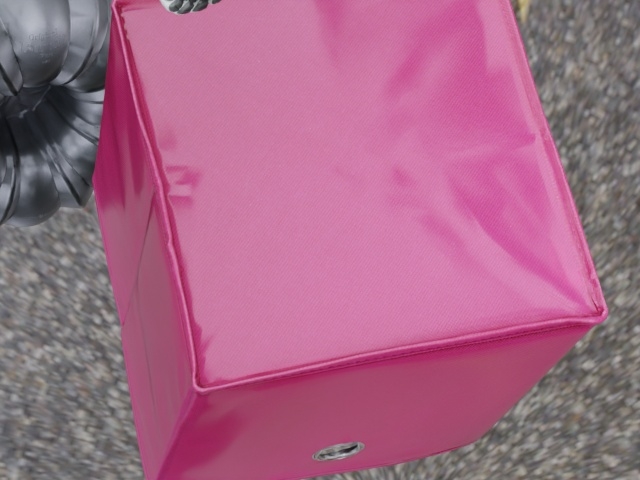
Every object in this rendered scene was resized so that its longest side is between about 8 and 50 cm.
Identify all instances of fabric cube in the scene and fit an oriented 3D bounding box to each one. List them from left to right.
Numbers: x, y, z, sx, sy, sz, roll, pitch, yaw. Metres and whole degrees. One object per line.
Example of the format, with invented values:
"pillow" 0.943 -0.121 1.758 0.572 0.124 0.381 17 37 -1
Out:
"fabric cube" 0.000 0.000 1.009 0.254 0.258 0.259 -8 70 -15

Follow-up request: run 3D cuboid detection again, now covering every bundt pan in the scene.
"bundt pan" -0.277 -0.130 1.416 0.330 0.331 0.124 -31 59 -3

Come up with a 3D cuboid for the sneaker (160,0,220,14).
"sneaker" -0.068 -0.189 0.714 0.073 0.063 0.162 36 125 31
